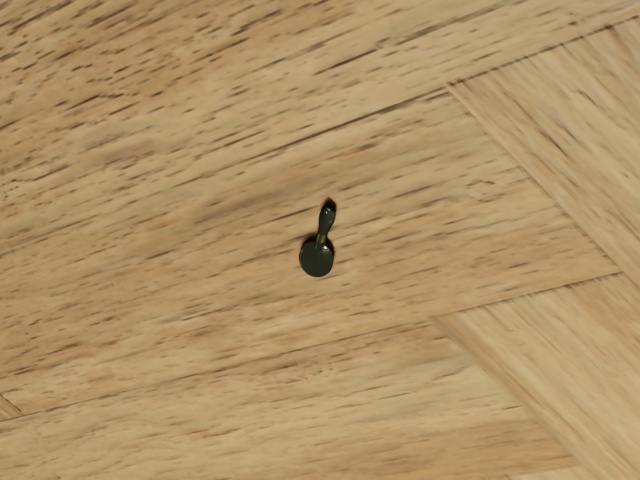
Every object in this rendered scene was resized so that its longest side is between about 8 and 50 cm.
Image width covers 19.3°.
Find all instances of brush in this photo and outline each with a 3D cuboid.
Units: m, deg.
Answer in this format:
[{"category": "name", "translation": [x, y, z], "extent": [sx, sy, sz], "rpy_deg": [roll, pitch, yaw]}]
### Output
[{"category": "brush", "translation": [0.000, 0.000, 1.206], "extent": [0.024, 0.008, 0.083], "rpy_deg": [24, 147, 7]}]
